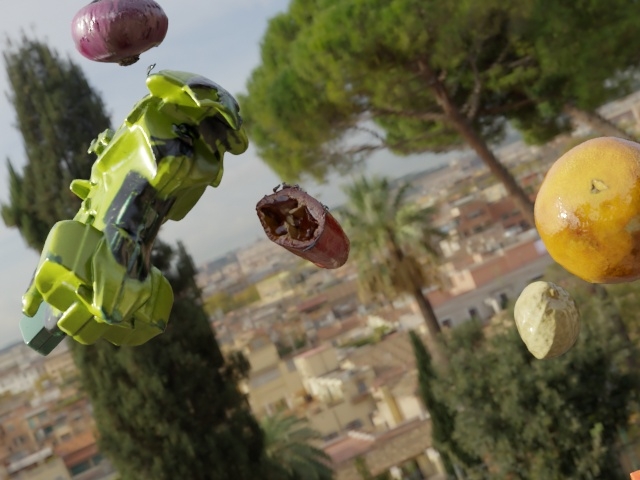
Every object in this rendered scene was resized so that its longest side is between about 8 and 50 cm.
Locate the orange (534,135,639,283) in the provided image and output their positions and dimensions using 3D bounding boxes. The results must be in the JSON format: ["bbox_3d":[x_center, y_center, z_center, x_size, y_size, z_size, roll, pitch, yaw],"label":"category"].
[{"bbox_3d":[0.508,-0.052,1.807,0.261,0.261,0.261,-23,1,0],"label":"orange"}]

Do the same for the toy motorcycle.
[{"bbox_3d":[-0.179,-0.051,1.062,0.206,0.142,0.342,-32,33,50],"label":"toy motorcycle"}]

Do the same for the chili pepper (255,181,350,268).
[{"bbox_3d":[-0.004,0.000,1.148,0.065,0.088,0.169,-52,-27,-2],"label":"chili pepper"}]

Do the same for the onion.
[{"bbox_3d":[-0.240,-0.259,1.219,0.115,0.104,0.115,-20,0,0],"label":"onion"}]

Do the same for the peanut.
[{"bbox_3d":[0.465,0.160,2.104,0.109,0.159,0.140,-17,1,44],"label":"peanut"}]

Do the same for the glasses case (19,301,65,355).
[{"bbox_3d":[-0.369,0.083,1.531,0.184,0.039,0.078,-46,34,1],"label":"glasses case"}]

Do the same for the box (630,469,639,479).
[{"bbox_3d":[0.599,0.523,1.760,0.035,0.245,0.139,-24,26,7],"label":"box"}]
